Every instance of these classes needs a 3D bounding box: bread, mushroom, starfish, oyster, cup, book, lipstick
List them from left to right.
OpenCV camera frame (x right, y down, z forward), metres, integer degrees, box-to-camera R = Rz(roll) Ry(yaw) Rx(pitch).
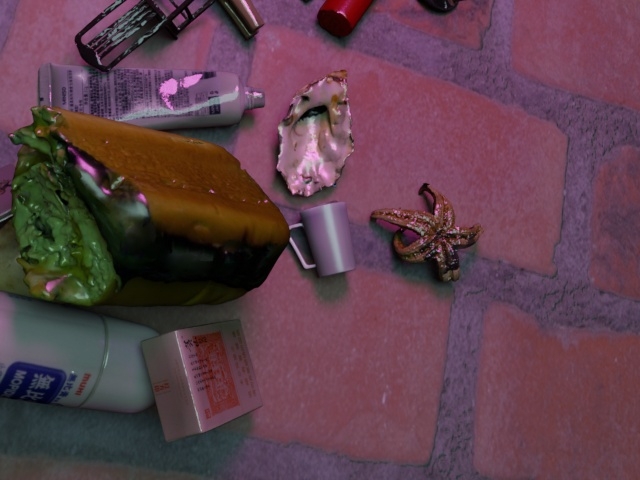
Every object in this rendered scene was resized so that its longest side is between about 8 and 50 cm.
[{"bbox_3d":[-0.409,-0.084,1.104,0.182,0.127,0.014,-32,132,-23],"label":"book"},{"bbox_3d":[-0.394,0.035,1.074,0.148,0.112,0.148,-5,119,-9],"label":"mushroom"},{"bbox_3d":[-0.220,-0.027,1.044,0.376,0.208,0.251,2,47,-56],"label":"bread"},{"bbox_3d":[-0.015,-0.175,1.289,0.133,0.072,0.209,-2,94,-16],"label":"oyster"},{"bbox_3d":[0.000,0.000,1.256,0.104,0.074,0.116,-12,87,2],"label":"cup"},{"bbox_3d":[0.092,-0.478,1.389,0.073,0.073,0.279,36,69,-9],"label":"lipstick"},{"bbox_3d":[0.180,-0.023,1.321,0.190,0.074,0.146,27,76,-10],"label":"starfish"}]

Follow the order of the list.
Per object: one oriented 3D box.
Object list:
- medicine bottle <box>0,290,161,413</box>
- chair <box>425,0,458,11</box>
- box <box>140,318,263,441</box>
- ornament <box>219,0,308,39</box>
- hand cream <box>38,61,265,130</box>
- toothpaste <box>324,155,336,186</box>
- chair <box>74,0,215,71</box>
[{"bbox_3d":[-0.351,0.144,1.020,0.341,0.130,0.130,19,71,-36],"label":"medicine bottle"},{"bbox_3d":[0.267,-0.460,1.390,0.104,0.221,0.095,-49,120,-24],"label":"chair"},{"bbox_3d":[-0.157,0.186,1.088,0.058,0.201,0.141,-18,82,18],"label":"box"},{"bbox_3d":[-0.107,-0.493,1.325,0.230,0.061,0.245,-38,96,-24],"label":"ornament"},{"bbox_3d":[-0.253,-0.215,1.217,0.341,0.078,0.124,-3,76,-13],"label":"hand cream"},{"bbox_3d":[0.018,-0.131,1.316,0.024,0.015,0.083,8,81,-19],"label":"toothpaste"},{"bbox_3d":[-0.273,-0.340,1.223,0.212,0.101,0.084,-41,93,2],"label":"chair"}]
